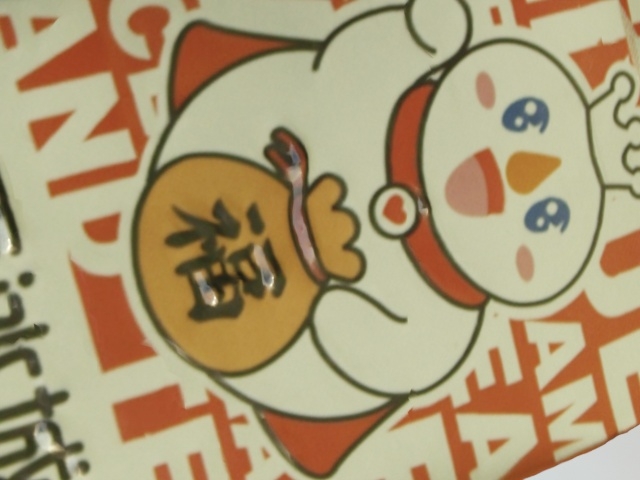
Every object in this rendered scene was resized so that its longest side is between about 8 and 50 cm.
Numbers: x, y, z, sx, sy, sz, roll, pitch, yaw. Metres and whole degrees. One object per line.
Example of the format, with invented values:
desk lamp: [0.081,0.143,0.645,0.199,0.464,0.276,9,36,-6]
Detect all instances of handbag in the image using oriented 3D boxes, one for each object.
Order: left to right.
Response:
handbag: [0.000,0.000,0.417,0.151,0.298,0.171,167,86,-73]
